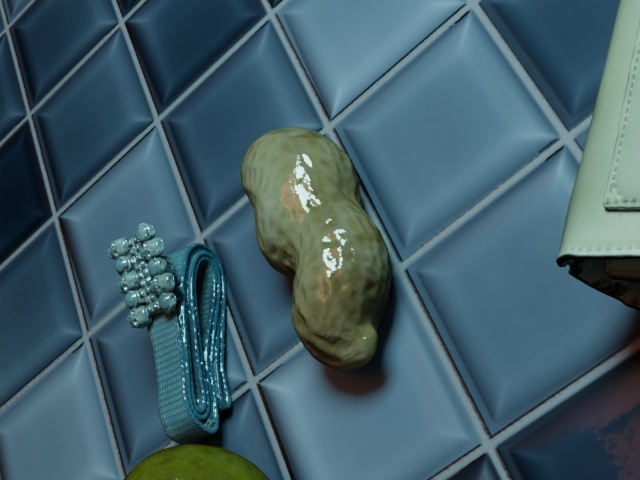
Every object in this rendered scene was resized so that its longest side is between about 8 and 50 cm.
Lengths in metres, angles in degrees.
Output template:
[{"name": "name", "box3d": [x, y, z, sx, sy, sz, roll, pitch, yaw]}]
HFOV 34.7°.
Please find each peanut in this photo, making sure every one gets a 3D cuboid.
[{"name": "peanut", "box3d": [-0.001, 0.000, 0.832, 0.104, 0.085, 0.228, -44, 51, 28]}]

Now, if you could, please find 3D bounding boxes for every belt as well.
[{"name": "belt", "box3d": [-0.125, 0.082, 0.888, 0.065, 0.100, 0.179, -26, 60, 33]}]

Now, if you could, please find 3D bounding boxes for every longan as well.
[{"name": "longan", "box3d": [-0.102, 0.232, 0.760, 0.145, 0.176, 0.155, 110, 156, -45]}]

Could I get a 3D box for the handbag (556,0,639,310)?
[{"name": "handbag", "box3d": [0.289, -0.133, 0.608, 0.236, 0.160, 0.359, 4, 73, 45]}]
